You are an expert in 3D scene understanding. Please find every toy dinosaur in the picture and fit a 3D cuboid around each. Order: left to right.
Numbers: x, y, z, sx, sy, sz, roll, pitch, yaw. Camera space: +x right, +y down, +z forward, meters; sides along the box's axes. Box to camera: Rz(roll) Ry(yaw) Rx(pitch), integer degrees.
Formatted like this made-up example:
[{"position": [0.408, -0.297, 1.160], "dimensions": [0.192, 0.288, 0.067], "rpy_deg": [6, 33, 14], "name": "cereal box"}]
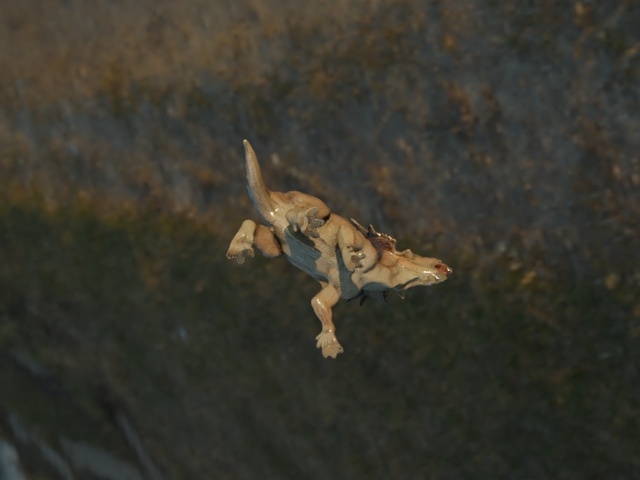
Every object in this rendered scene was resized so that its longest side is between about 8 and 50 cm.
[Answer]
[{"position": [0.000, 0.000, 1.826], "dimensions": [0.295, 0.127, 0.200], "rpy_deg": [42, -159, -8], "name": "toy dinosaur"}]
